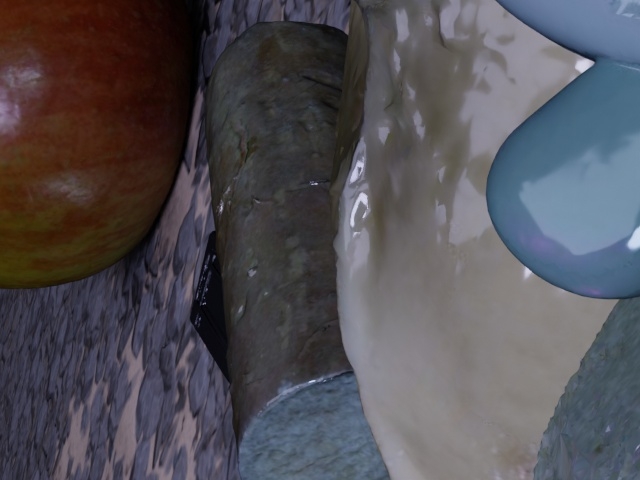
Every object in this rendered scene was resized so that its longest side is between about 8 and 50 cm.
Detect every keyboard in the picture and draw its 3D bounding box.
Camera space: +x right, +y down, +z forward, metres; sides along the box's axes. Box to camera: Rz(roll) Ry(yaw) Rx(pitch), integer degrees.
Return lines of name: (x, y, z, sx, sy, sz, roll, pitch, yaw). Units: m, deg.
keyboard: (-0.045, 0.044, 0.881, 0.204, 0.013, 0.061, -138, 62, -70)

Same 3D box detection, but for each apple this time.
apple: (-0.238, -0.111, 1.180, 0.301, 0.301, 0.301, -167, 90, -73)

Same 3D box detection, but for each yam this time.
yam: (0.000, 0.000, 0.642, 0.259, 0.093, 0.093, -101, 29, -52)

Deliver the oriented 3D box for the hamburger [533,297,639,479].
hamburger: (0.102, 0.037, 0.357, 0.121, 0.054, 0.084, -64, 18, 16)

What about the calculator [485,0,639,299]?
calculator: (0.112, -0.126, 0.324, 0.185, 0.041, 0.299, 23, 91, 45)

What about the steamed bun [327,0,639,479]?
steamed bun: (0.052, -0.041, 0.478, 0.212, 0.110, 0.231, -114, 43, -63)
